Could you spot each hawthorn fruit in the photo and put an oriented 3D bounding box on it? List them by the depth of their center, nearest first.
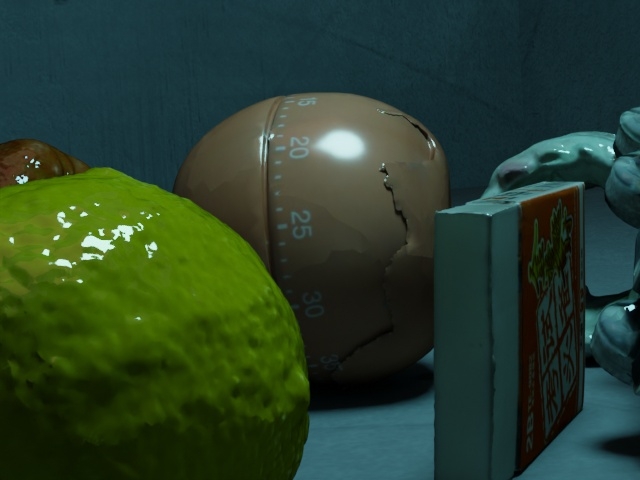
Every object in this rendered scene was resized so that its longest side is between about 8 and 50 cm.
[{"bbox_3d":[-0.373,-0.001,1.538,0.243,0.207,0.207,-18,-3,30],"label":"hawthorn fruit"}]

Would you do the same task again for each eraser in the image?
[{"bbox_3d":[0.121,0.049,0.793,0.038,0.157,0.230,2,7,24],"label":"eraser"}]

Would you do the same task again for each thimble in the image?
[{"bbox_3d":[0.234,0.005,1.086,0.211,0.185,0.149,12,11,24],"label":"thimble"}]

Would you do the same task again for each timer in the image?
[{"bbox_3d":[0.000,0.000,1.015,0.214,0.230,0.229,-1,6,14],"label":"timer"}]

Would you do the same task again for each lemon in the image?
[{"bbox_3d":[-0.105,0.067,0.567,0.192,0.192,0.231,2,14,44],"label":"lemon"}]

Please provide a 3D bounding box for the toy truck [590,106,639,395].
[{"bbox_3d":[0.304,-0.045,0.846,0.207,0.173,0.387,16,36,6],"label":"toy truck"}]
